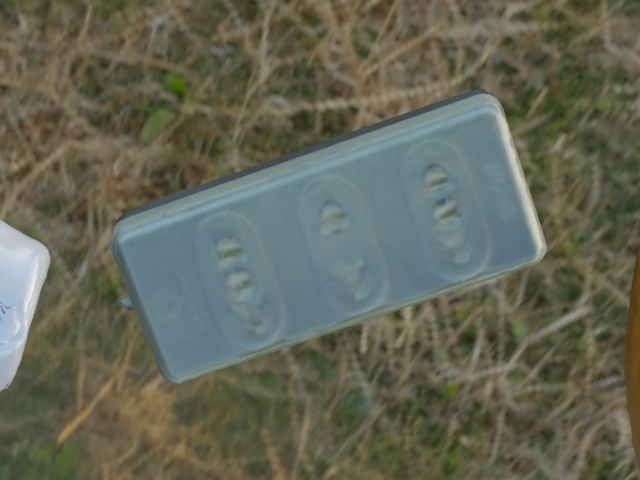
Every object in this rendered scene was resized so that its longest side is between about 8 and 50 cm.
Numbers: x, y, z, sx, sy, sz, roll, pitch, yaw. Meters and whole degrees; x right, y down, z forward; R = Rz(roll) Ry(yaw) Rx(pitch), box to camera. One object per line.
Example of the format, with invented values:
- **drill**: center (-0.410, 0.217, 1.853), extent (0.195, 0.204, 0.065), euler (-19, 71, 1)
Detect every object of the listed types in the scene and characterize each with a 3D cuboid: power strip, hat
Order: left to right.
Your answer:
- **hat**: center (-0.281, 0.045, 1.446), extent (0.126, 0.203, 0.203), euler (19, 61, -11)
- **power strip**: center (0.000, 0.000, 1.138), extent (0.256, 0.070, 0.105), euler (-19, 102, 4)

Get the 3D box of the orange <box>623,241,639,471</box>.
- **orange**: center (0.177, 0.024, 0.371), extent (0.240, 0.171, 0.240), euler (5, 80, -32)
